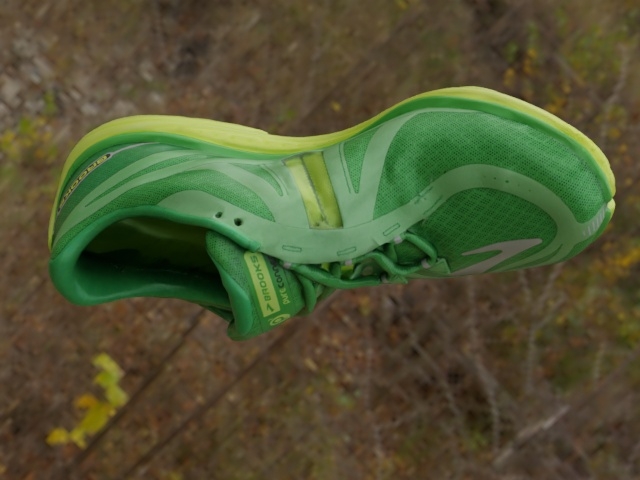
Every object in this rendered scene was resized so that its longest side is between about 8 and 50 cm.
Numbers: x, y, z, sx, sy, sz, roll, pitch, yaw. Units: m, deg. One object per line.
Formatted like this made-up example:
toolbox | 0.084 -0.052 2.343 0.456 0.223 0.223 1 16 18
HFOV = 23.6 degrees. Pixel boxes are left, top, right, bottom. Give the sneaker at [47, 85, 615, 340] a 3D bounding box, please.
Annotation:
sneaker | 0.000 0.000 0.765 0.123 0.295 0.109 -74 153 -44
